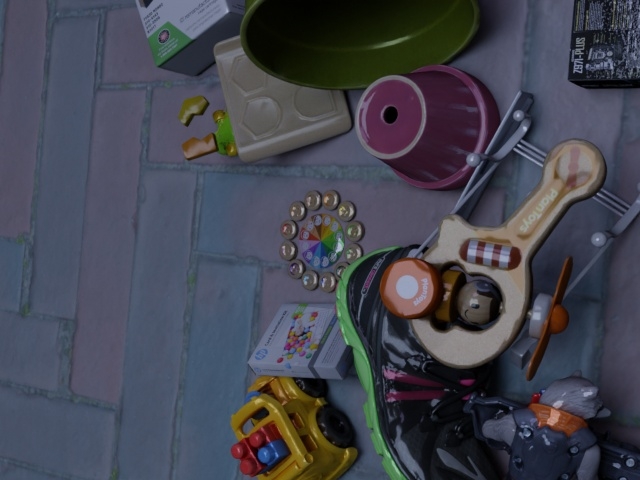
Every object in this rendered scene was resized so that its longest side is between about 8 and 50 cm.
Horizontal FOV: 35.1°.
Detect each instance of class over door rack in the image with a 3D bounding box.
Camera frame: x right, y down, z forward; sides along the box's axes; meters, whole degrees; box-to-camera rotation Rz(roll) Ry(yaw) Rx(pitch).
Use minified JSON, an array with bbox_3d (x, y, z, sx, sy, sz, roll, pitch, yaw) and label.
[{"bbox_3d":[0.289,-0.012,1.470,0.239,0.108,0.324,37,87,26],"label":"over door rack"}]

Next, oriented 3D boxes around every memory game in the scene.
[{"bbox_3d":[0.000,0.000,1.797,0.186,0.012,0.186,-1,88,36],"label":"memory game"}]

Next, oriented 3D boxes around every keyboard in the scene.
[{"bbox_3d":[0.258,-0.117,1.580,0.014,0.072,0.256,35,108,26],"label":"keyboard"}]

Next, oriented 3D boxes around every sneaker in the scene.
[{"bbox_3d":[0.178,0.222,1.560,0.202,0.185,0.483,-34,71,33],"label":"sneaker"}]

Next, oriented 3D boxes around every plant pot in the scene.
[{"bbox_3d":[0.048,-0.480,1.606,0.366,0.366,0.353,-18,66,34],"label":"plant pot"},{"bbox_3d":[0.155,-0.182,1.591,0.201,0.180,0.201,-1,89,36],"label":"plant pot"}]

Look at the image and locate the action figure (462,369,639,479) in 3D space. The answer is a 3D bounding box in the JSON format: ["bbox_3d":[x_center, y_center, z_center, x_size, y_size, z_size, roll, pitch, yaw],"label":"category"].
[{"bbox_3d":[0.345,0.346,1.386,0.341,0.178,0.330,10,96,13],"label":"action figure"}]

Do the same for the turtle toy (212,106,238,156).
[{"bbox_3d":[-0.155,-0.203,1.881,0.130,0.066,0.095,-31,74,31],"label":"turtle toy"}]

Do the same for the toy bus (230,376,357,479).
[{"bbox_3d":[-0.078,0.321,1.721,0.149,0.211,0.220,-45,63,27],"label":"toy bus"}]

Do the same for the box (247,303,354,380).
[{"bbox_3d":[-0.015,0.170,1.733,0.186,0.145,0.038,-3,132,37],"label":"box"}]

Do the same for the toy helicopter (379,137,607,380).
[{"bbox_3d":[0.267,0.025,1.356,0.235,0.140,0.355,42,100,24],"label":"toy helicopter"}]

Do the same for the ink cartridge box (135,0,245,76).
[{"bbox_3d":[-0.248,-0.487,1.926,0.201,0.117,0.278,-30,71,31],"label":"ink cartridge box"}]

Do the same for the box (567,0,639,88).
[{"bbox_3d":[0.443,-0.312,1.452,0.147,0.077,0.180,4,91,35],"label":"box"}]

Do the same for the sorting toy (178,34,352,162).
[{"bbox_3d":[-0.113,-0.258,1.816,0.307,0.041,0.229,-17,80,10],"label":"sorting toy"}]
